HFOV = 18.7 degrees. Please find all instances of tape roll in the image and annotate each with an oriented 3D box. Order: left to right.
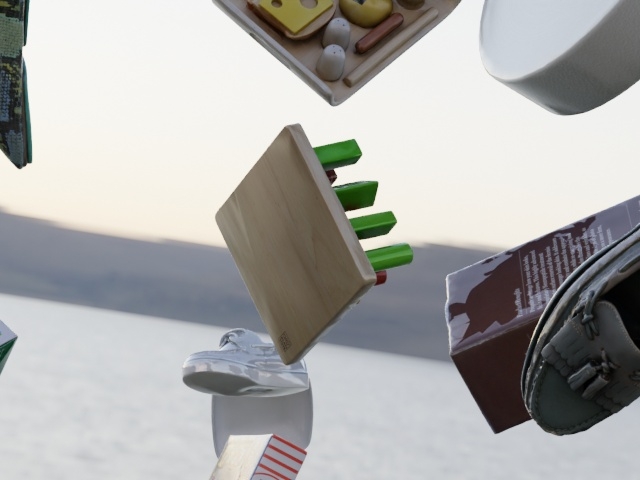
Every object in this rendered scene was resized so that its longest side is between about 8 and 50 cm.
[{"bbox_3d":[0.281,-0.296,1.739,0.072,0.392,0.392,29,-8,-17],"label":"tape roll"}]

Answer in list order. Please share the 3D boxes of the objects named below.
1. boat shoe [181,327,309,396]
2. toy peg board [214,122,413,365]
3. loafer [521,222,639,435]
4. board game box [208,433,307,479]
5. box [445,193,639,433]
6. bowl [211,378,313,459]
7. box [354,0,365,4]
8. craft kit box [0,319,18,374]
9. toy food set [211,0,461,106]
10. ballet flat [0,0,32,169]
[{"bbox_3d":[-0.077,0.123,1.999,0.066,0.063,0.184,-22,-20,39],"label":"boat shoe"},{"bbox_3d":[0.000,0.000,1.719,0.079,0.161,0.160,-12,-23,-35],"label":"toy peg board"},{"bbox_3d":[0.235,0.046,1.411,0.096,0.267,0.084,35,22,-6],"label":"loafer"},{"bbox_3d":[-0.088,0.278,2.047,0.045,0.147,0.193,29,-12,-12],"label":"board game box"},{"bbox_3d":[0.345,0.065,2.285,0.381,0.143,0.191,-22,25,14],"label":"box"},{"bbox_3d":[-0.083,0.227,2.650,0.142,0.142,0.053,-6,26,-12],"label":"bowl"},{"bbox_3d":[0.047,-0.313,2.117,0.052,0.083,0.062,30,-24,22],"label":"box"},{"bbox_3d":[-0.411,0.100,1.760,0.246,0.250,0.061,40,38,12],"label":"craft kit box"},{"bbox_3d":[0.031,-0.335,2.581,0.220,0.306,0.092,41,-31,14],"label":"toy food set"},{"bbox_3d":[-0.255,-0.144,1.503,0.070,0.188,0.070,3,23,-1],"label":"ballet flat"}]
